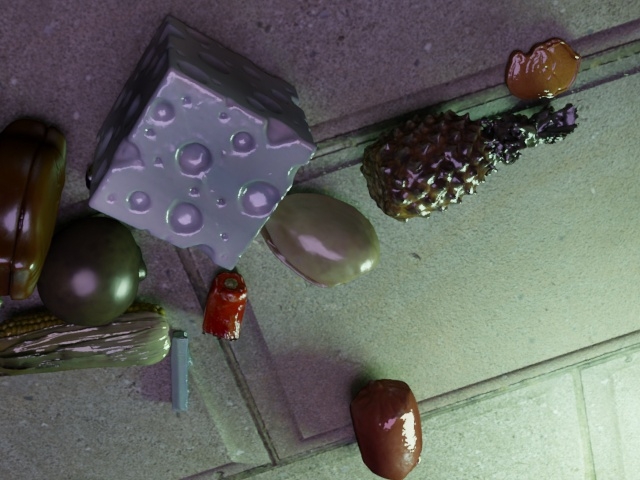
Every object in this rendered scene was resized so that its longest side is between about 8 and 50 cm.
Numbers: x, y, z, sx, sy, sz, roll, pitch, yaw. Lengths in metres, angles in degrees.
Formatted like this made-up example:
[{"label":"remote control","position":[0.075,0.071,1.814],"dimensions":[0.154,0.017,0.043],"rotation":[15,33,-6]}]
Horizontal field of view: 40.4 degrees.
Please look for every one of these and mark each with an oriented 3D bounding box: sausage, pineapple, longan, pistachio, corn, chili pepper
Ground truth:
[{"label":"sausage","position":[0.134,0.379,1.734],"dimensions":[0.148,0.148,0.254],"rotation":[-12,122,-4]},{"label":"pineapple","position":[0.250,-0.153,1.447],"dimensions":[0.361,0.175,0.175],"rotation":[-22,123,-13]},{"label":"longan","position":[-0.370,0.050,1.440],"dimensions":[0.204,0.159,0.185],"rotation":[0,115,-54]},{"label":"pistachio","position":[0.000,0.000,1.499],"dimensions":[0.223,0.126,0.152],"rotation":[19,81,-16]},{"label":"corn","position":[-0.416,0.178,1.520],"dimensions":[0.305,0.123,0.122],"rotation":[-6,123,-6]},{"label":"chili pepper","position":[-0.167,0.116,1.565],"dimensions":[0.070,0.073,0.123],"rotation":[-24,138,-48]}]

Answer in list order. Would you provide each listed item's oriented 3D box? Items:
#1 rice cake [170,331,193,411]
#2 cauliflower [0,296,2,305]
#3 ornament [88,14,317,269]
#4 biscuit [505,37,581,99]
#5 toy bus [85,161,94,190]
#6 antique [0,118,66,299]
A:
[{"label":"rice cake","position":[-0.262,0.251,1.645],"dimensions":[0.042,0.030,0.180],"rotation":[2,120,-6]},{"label":"cauliflower","position":[-0.655,0.099,1.347],"dimensions":[0.260,0.281,0.327],"rotation":[-13,117,30]},{"label":"ornament","position":[-0.182,-0.147,1.306],"dimensions":[0.240,0.240,0.239],"rotation":[26,114,-24]},{"label":"biscuit","position":[0.374,-0.285,1.459],"dimensions":[0.130,0.019,0.102],"rotation":[-13,123,-4]},{"label":"toy bus","position":[-0.300,-0.080,1.430],"dimensions":[0.172,0.057,0.072],"rotation":[32,101,-26]},{"label":"antique","position":[-0.458,-0.053,1.297],"dimensions":[0.129,0.278,0.223],"rotation":[11,148,-15]}]
